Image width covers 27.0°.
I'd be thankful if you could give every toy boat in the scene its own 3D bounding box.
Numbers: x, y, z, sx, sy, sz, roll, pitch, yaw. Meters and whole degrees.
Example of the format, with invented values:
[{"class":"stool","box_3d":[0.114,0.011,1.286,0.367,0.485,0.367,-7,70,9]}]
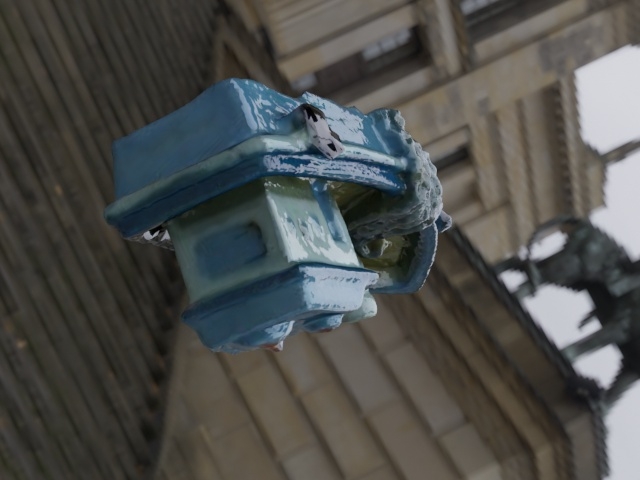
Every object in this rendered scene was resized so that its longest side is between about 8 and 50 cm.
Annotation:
[{"class":"toy boat","box_3d":[0.000,0.000,0.598,0.238,0.109,0.098,9,60,-67]}]
